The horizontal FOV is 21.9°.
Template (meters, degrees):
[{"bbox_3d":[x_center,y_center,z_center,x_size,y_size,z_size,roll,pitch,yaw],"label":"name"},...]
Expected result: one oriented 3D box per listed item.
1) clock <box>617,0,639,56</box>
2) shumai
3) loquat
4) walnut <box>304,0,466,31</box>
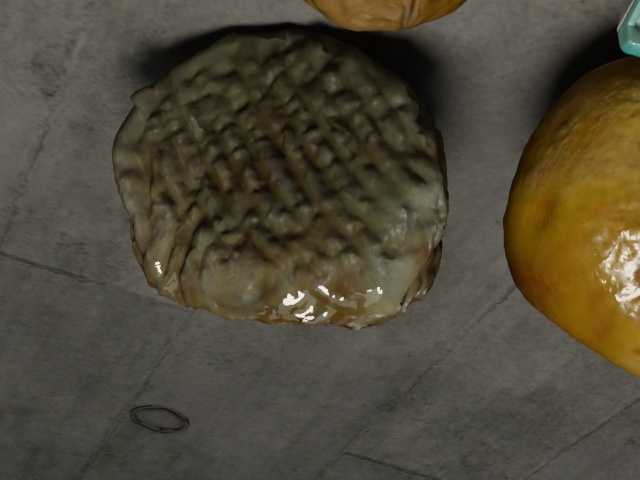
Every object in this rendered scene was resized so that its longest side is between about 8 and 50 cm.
[{"bbox_3d":[0.368,-0.203,1.147,0.262,0.116,0.231,13,144,-8],"label":"clock"},{"bbox_3d":[0.000,0.000,1.401,0.314,0.267,0.262,40,170,37],"label":"shumai"},{"bbox_3d":[0.287,-0.019,1.312,0.276,0.276,0.284,-2,174,18],"label":"loquat"},{"bbox_3d":[0.047,-0.233,1.130,0.167,0.167,0.207,10,151,-1],"label":"walnut"}]
